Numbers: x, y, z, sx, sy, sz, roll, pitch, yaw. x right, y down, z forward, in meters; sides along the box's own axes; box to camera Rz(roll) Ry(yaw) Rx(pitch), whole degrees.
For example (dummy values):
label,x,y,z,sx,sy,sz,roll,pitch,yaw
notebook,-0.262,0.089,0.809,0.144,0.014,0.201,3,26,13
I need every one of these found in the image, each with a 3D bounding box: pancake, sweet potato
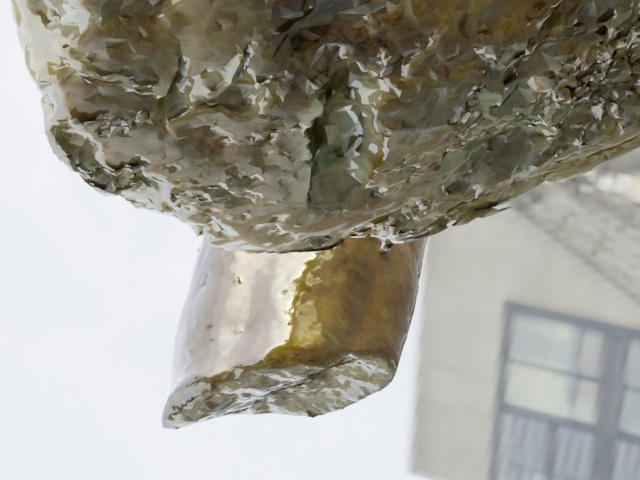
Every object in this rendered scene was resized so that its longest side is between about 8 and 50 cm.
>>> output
label,x,y,z,sx,sy,sz,roll,pitch,yaw
pancake,0.061,-0.114,0.643,0.356,0.065,0.356,-17,-39,-14
sweet potato,0.000,0.000,1.315,0.369,0.158,0.158,-71,-20,-45
